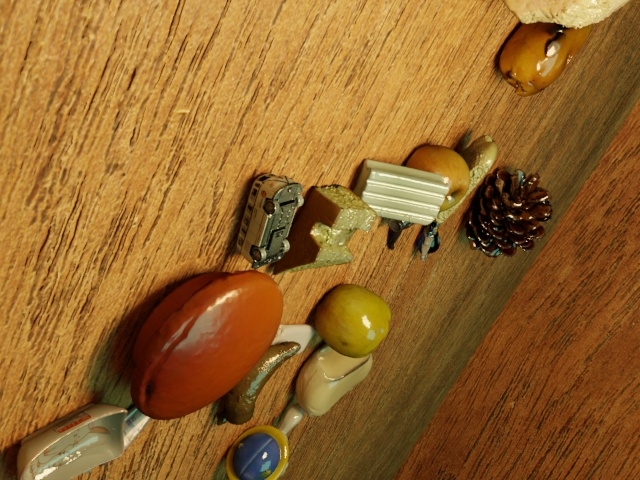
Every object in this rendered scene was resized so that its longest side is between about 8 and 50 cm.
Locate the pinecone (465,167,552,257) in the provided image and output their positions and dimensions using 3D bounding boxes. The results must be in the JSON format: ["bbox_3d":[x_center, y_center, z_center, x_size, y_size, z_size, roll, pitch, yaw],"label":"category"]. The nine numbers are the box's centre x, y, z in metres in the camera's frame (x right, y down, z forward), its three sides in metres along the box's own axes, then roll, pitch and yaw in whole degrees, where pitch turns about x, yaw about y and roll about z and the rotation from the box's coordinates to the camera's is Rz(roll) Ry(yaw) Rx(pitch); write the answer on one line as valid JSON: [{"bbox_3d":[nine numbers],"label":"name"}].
[{"bbox_3d":[0.628,-0.091,2.263,0.298,0.242,0.295,-32,150,-25],"label":"pinecone"}]

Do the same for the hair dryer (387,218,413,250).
[{"bbox_3d":[0.231,-0.048,1.914,0.195,0.075,0.219,-43,164,-36],"label":"hair dryer"}]

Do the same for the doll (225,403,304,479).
[{"bbox_3d":[-0.139,0.611,2.020,0.311,0.160,0.242,-48,152,-16],"label":"doll"}]

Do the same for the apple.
[{"bbox_3d":[0.288,-0.158,1.747,0.183,0.155,0.182,-27,151,-16],"label":"apple"}]

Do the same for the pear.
[{"bbox_3d":[0.086,0.212,1.854,0.200,0.200,0.200,-38,150,-26],"label":"pear"}]

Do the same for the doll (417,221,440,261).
[{"bbox_3d":[0.332,-0.009,2.092,0.096,0.070,0.195,-48,155,-47],"label":"doll"}]

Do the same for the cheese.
[{"bbox_3d":[0.041,0.405,2.087,0.266,0.127,0.233,-29,149,-34],"label":"cheese"}]

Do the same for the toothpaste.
[{"bbox_3d":[-0.383,0.378,1.471,0.301,0.048,0.075,-41,147,-26],"label":"toothpaste"}]

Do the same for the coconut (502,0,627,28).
[{"bbox_3d":[0.554,-0.599,1.455,0.310,0.297,0.297,-28,145,-31],"label":"coconut"}]

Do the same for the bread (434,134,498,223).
[{"bbox_3d":[0.389,-0.182,1.895,0.286,0.056,0.207,-55,-170,37],"label":"bread"}]

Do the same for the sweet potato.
[{"bbox_3d":[-0.178,0.362,1.718,0.310,0.098,0.124,-55,153,15],"label":"sweet potato"}]

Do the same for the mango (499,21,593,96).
[{"bbox_3d":[0.576,-0.495,1.775,0.287,0.153,0.201,-44,149,-16],"label":"mango"}]

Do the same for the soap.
[{"bbox_3d":[0.183,-0.110,1.609,0.198,0.066,0.119,10,124,-16],"label":"soap"}]

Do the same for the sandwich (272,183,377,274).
[{"bbox_3d":[0.000,0.000,1.517,0.122,0.128,0.235,6,119,-50],"label":"sandwich"}]

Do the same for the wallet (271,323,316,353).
[{"bbox_3d":[-0.080,0.260,1.816,0.095,0.033,0.190,-59,154,12],"label":"wallet"}]

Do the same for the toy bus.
[{"bbox_3d":[-0.101,-0.044,1.336,0.087,0.089,0.193,-21,141,-44],"label":"toy bus"}]

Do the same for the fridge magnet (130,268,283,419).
[{"bbox_3d":[-0.225,0.203,1.376,0.364,0.155,0.363,-38,151,-25],"label":"fridge magnet"}]

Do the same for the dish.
[{"bbox_3d":[-0.475,0.388,1.299,0.212,0.077,0.151,-26,142,-42],"label":"dish"}]
